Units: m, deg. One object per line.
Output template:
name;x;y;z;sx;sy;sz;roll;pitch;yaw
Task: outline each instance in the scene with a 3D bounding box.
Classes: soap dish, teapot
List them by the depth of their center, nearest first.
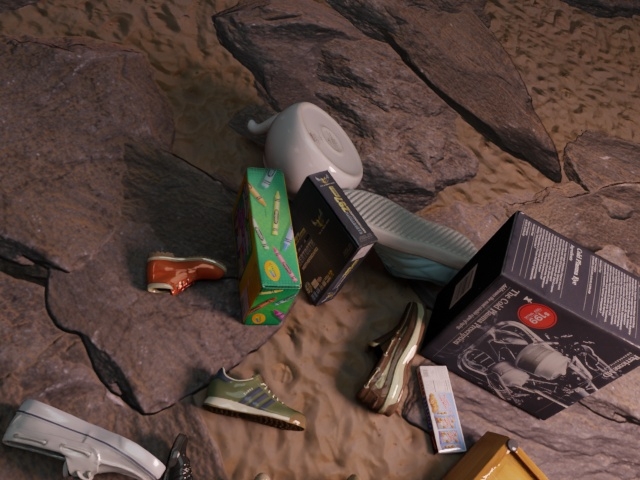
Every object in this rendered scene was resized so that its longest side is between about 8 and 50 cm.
soap dish;0.355;0.522;1.152;0.229;0.118;0.291;-32;72;-34
teapot;-0.037;-0.169;1.431;0.252;0.187;0.256;38;29;-28

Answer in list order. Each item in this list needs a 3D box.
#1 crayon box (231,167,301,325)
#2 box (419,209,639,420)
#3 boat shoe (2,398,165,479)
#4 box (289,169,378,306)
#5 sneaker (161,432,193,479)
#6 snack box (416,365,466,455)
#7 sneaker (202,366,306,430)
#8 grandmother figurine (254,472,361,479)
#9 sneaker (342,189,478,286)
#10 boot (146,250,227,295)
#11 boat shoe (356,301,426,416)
crayon box;-0.116;0.012;1.284;0.081;0.165;0.278;2;58;-20
box;0.425;0.164;1.276;0.312;0.343;0.179;27;51;-1
boat shoe;-0.380;0.344;1.019;0.258;0.095;0.084;20;56;6
box;0.000;0.000;1.293;0.059;0.232;0.183;-19;67;-37
sneaker;-0.222;0.414;1.050;0.089;0.051;0.170;18;58;-9
snack box;0.244;0.342;1.290;0.064;0.022;0.178;4;57;-19
sneaker;-0.113;0.286;1.164;0.192;0.064;0.086;15;59;-7
grandmother figurine;-0.073;0.480;1.020;0.342;0.104;0.208;-9;53;-33
sneaker;0.164;0.018;1.384;0.366;0.150;0.135;23;34;-18
boot;-0.266;0.074;1.258;0.158;0.059;0.084;4;59;-8
boat shoe;0.142;0.221;1.290;0.095;0.095;0.257;23;53;3
